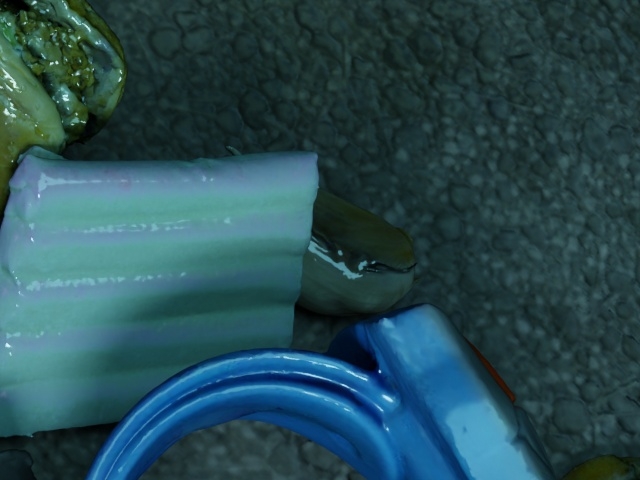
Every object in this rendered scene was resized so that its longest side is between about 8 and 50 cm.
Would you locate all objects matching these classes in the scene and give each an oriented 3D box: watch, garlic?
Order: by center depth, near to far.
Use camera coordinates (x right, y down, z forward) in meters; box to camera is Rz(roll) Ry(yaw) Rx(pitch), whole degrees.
[{"bbox_3d":[0.005,0.209,1.098,0.274,0.241,0.305,-25,82,-14],"label":"watch"},{"bbox_3d":[-0.004,0.007,1.267,0.152,0.066,0.084,22,32,-17],"label":"garlic"}]

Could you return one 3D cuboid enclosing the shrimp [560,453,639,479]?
[{"bbox_3d":[0.249,0.245,1.266,0.262,0.051,0.198,40,57,2],"label":"shrimp"}]

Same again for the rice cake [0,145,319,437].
[{"bbox_3d":[-0.103,0.029,1.164,0.198,0.037,0.189,4,109,-28],"label":"rice cake"}]

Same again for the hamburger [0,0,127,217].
[{"bbox_3d":[-0.213,-0.102,1.166,0.185,0.159,0.131,46,52,-3],"label":"hamburger"}]

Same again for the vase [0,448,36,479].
[{"bbox_3d":[-0.179,0.243,1.055,0.115,0.115,0.237,-9,74,-27],"label":"vase"}]
